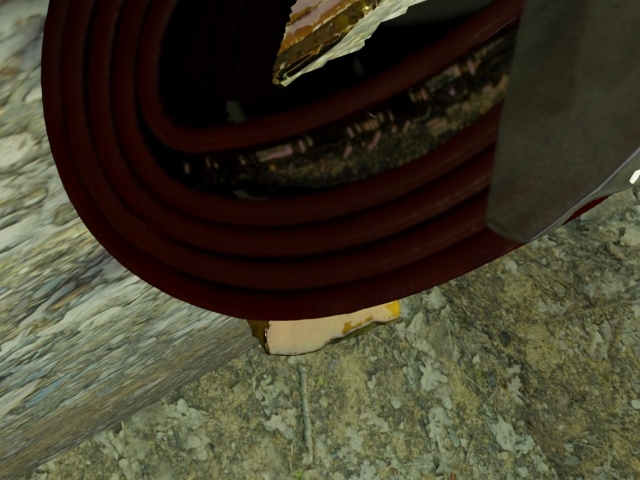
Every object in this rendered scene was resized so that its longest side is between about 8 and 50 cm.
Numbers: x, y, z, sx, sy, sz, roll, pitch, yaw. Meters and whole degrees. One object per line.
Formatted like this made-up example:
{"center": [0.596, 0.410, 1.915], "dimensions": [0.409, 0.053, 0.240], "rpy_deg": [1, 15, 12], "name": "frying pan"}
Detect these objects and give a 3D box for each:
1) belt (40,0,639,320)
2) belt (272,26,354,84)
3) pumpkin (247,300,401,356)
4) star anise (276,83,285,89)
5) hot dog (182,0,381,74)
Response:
{"center": [0.036, -0.101, 0.484], "dimensions": [0.324, 0.227, 0.115], "rpy_deg": [-30, 177, 26], "name": "belt"}
{"center": [-0.015, -0.136, 0.796], "dimensions": [0.083, 0.036, 0.059], "rpy_deg": [-35, 172, 15], "name": "belt"}
{"center": [-0.001, 0.000, 1.102], "dimensions": [0.139, 0.190, 0.280], "rpy_deg": [-12, 171, -13], "name": "pumpkin"}
{"center": [-0.027, -0.057, 0.898], "dimensions": [0.220, 0.126, 0.190], "rpy_deg": [-10, 157, 34], "name": "star anise"}
{"center": [-0.002, -0.150, 0.630], "dimensions": [0.269, 0.072, 0.115], "rpy_deg": [-34, 165, 16], "name": "hot dog"}
